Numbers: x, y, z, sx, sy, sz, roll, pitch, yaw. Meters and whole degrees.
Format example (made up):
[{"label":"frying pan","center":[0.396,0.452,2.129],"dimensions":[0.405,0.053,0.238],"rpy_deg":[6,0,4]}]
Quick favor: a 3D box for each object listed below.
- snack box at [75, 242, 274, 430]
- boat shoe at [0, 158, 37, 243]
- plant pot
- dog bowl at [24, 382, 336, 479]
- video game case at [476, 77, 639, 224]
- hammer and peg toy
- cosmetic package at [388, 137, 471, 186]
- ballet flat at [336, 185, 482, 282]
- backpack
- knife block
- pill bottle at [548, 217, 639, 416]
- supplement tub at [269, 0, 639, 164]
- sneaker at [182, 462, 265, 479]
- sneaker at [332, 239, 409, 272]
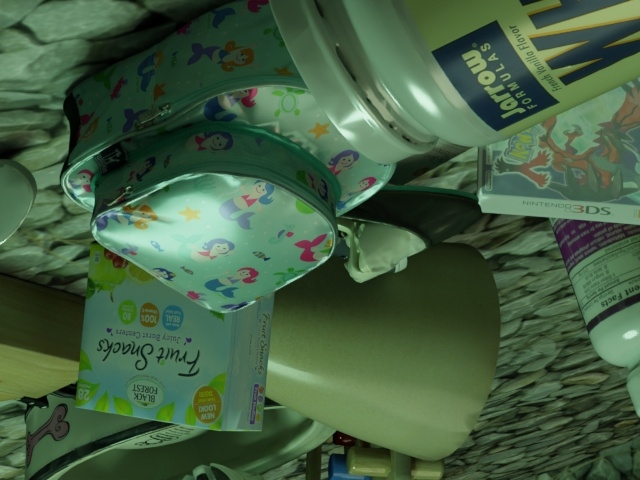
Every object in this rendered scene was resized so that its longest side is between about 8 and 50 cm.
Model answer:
[{"label":"snack box","center":[-0.147,0.096,1.830],"dimensions":[0.207,0.174,0.070],"rpy_deg":[5,178,40]},{"label":"boat shoe","center":[-0.339,-0.015,1.643],"dimensions":[0.219,0.078,0.070],"rpy_deg":[-29,-168,23]},{"label":"plant pot","center":[0.022,0.107,2.063],"dimensions":[0.274,0.256,0.256],"rpy_deg":[11,151,-24]},{"label":"dog bowl","center":[-0.185,0.210,2.274],"dimensions":[0.408,0.150,0.408],"rpy_deg":[-15,162,-5]},{"label":"video game case","center":[0.242,-0.098,1.732],"dimensions":[0.183,0.023,0.201],"rpy_deg":[5,134,8]},{"label":"hammer and peg toy","center":[0.061,0.262,2.452],"dimensions":[0.127,0.266,0.361],"rpy_deg":[5,155,-13]},{"label":"cosmetic package","center":[0.043,-0.111,1.701],"dimensions":[0.099,0.060,0.239],"rpy_deg":[-26,159,28]},{"label":"ballet flat","center":[0.014,-0.012,1.757],"dimensions":[0.280,0.096,0.095],"rpy_deg":[7,165,0]},{"label":"backpack","center":[-0.068,-0.074,1.506],"dimensions":[0.253,0.191,0.225],"rpy_deg":[-31,136,25]},{"label":"knife block","center":[-0.292,0.106,1.982],"dimensions":[0.242,0.088,0.276],"rpy_deg":[-9,160,-23]},{"label":"pill bottle","center":[0.360,0.035,2.004],"dimensions":[0.169,0.301,0.169],"rpy_deg":[-15,161,-5]},{"label":"supplement tub","center":[0.146,-0.206,1.246],"dimensions":[0.325,0.235,0.235],"rpy_deg":[-25,160,22]},{"label":"sneaker","center":[-0.190,0.371,2.348],"dimensions":[0.292,0.110,0.118],"rpy_deg":[-26,168,27]},{"label":"sneaker","center":[-0.001,-0.002,1.905],"dimensions":[0.163,0.086,0.226],"rpy_deg":[-29,151,1]}]
